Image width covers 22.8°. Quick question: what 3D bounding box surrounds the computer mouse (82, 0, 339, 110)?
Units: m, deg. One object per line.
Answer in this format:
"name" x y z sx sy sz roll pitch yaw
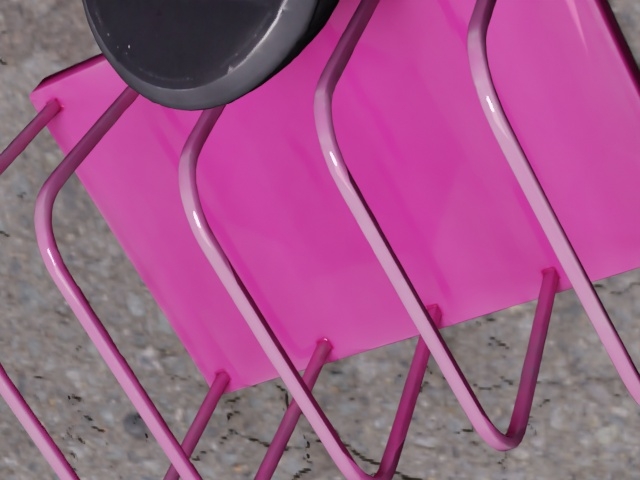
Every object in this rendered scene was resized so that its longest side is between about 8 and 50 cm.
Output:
"computer mouse" -0.021 -0.186 0.649 0.188 0.072 0.272 13 95 27

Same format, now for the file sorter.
"file sorter" 0.000 0.000 0.732 0.290 0.182 0.202 -19 114 26
